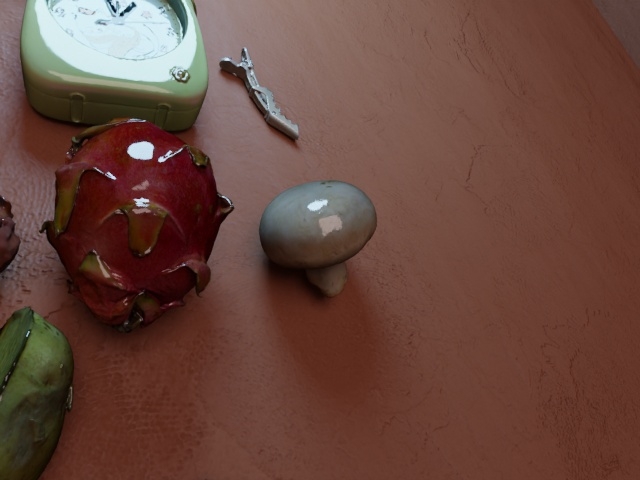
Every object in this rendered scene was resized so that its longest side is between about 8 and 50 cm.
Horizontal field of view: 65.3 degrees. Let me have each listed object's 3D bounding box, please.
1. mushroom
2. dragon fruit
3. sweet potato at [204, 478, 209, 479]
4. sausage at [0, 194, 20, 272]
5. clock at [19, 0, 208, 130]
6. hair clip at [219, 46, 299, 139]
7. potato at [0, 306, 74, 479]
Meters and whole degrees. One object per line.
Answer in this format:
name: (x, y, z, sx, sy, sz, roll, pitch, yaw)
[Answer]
mushroom: (0.000, 0.000, 0.856, 0.204, 0.204, 0.204, 11, 63, -22)
dragon fruit: (-0.254, -0.041, 0.716, 0.250, 0.250, 0.315, 23, 40, -16)
sweet potato: (-0.198, 0.442, 0.611, 0.281, 0.059, 0.067, -58, 133, -30)
sausage: (-0.525, -0.002, 0.599, 0.279, 0.152, 0.152, -9, 71, -31)
clock: (-0.356, -0.368, 0.879, 0.285, 0.117, 0.349, 1, 66, -26)
hair clip: (-0.123, -0.290, 1.010, 0.072, 0.034, 0.226, -30, 84, -30)
potato: (-0.365, 0.221, 0.591, 0.111, 0.160, 0.272, 39, 51, -35)
